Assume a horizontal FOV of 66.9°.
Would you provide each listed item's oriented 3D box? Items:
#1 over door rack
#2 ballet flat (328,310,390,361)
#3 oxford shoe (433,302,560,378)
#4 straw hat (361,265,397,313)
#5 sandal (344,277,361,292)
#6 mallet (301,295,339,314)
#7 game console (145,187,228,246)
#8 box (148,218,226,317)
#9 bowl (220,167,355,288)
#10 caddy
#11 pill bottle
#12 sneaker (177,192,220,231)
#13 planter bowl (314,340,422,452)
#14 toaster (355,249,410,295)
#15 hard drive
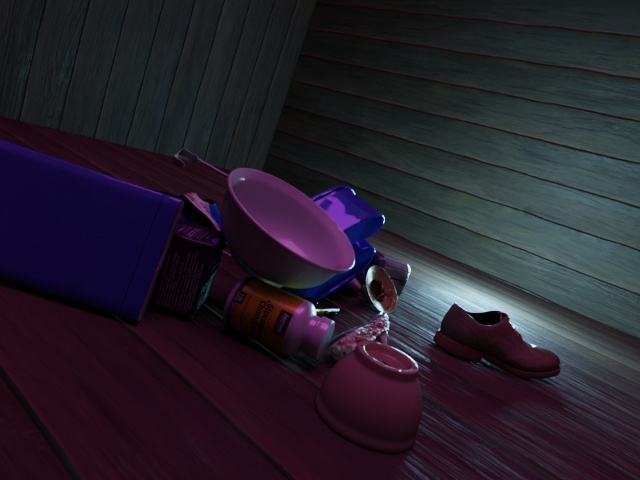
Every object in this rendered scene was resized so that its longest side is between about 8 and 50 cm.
[{"bbox_3d":[-0.249,-0.081,1.244,0.324,0.239,0.108,23,33,-17],"label":"over door rack"},{"bbox_3d":[0.089,0.204,0.966,0.077,0.091,0.241,54,25,14],"label":"ballet flat"},{"bbox_3d":[0.463,0.250,1.210,0.349,0.130,0.123,17,10,-14],"label":"oxford shoe"},{"bbox_3d":[0.150,0.146,1.364,0.061,0.144,0.145,-22,-20,38],"label":"straw hat"},{"bbox_3d":[-0.048,0.041,1.480,0.416,0.102,0.169,40,1,23],"label":"sandal"},{"bbox_3d":[-0.004,0.168,1.084,0.039,0.062,0.190,26,-3,26],"label":"mallet"},{"bbox_3d":[-0.455,-0.051,1.425,0.293,0.173,0.250,7,47,-49],"label":"game console"},{"bbox_3d":[-0.334,0.022,0.912,0.271,0.143,0.165,18,8,-4],"label":"box"},{"bbox_3d":[-0.086,-0.001,0.965,0.298,0.134,0.297,32,23,-15],"label":"bowl"},{"bbox_3d":[0.000,0.000,1.228,0.179,0.241,0.341,38,46,27],"label":"caddy"},{"bbox_3d":[-0.073,0.142,0.868,0.184,0.103,0.103,21,10,15],"label":"pill bottle"},{"bbox_3d":[-0.329,-0.078,1.382,0.161,0.057,0.075,45,33,5],"label":"sneaker"},{"bbox_3d":[0.084,0.220,0.728,0.162,0.109,0.162,18,11,-4],"label":"planter bowl"},{"bbox_3d":[0.171,0.096,1.519,0.147,0.129,0.227,18,2,-32],"label":"toaster"},{"bbox_3d":[-0.413,-0.018,0.789,0.319,0.210,0.040,18,-8,-4],"label":"hard drive"}]
